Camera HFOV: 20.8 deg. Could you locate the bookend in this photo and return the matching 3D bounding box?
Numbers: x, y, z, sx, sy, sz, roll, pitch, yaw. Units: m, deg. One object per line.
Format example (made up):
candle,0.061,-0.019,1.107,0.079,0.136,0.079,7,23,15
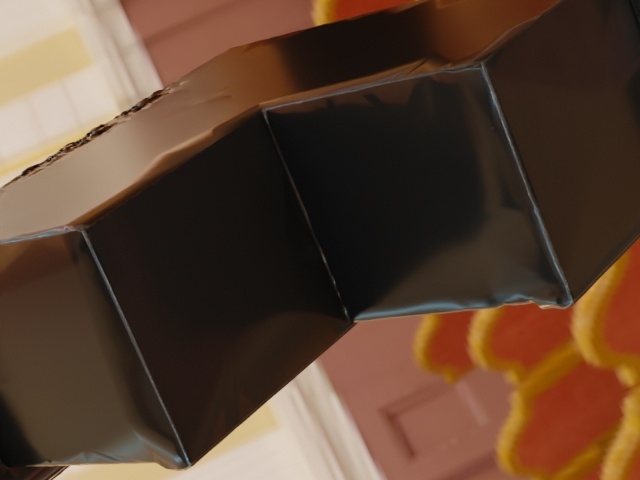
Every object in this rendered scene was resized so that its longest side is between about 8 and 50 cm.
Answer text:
bookend,0.000,0.000,0.415,0.157,0.156,0.072,-9,110,41
